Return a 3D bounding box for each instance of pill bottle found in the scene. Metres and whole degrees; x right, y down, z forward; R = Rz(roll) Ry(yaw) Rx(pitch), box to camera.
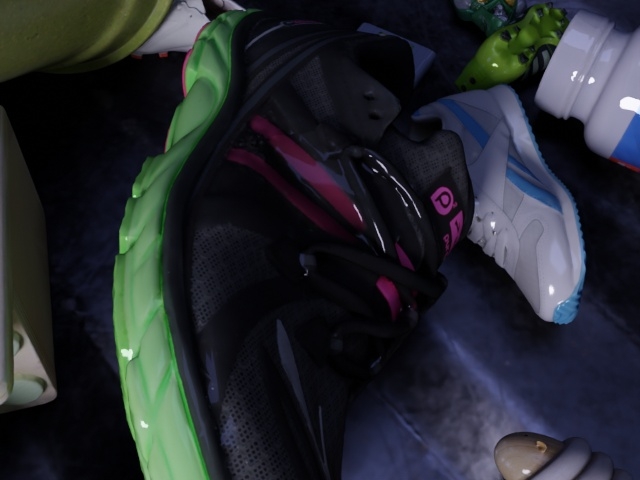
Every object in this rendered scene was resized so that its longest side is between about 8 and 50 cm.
[{"bbox_3d":[0.301,-0.110,0.630,0.221,0.124,0.124,28,58,16],"label":"pill bottle"}]

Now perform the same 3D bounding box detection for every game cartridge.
[{"bbox_3d":[0.063,-0.178,0.727,0.083,0.017,0.056,27,62,14],"label":"game cartridge"}]

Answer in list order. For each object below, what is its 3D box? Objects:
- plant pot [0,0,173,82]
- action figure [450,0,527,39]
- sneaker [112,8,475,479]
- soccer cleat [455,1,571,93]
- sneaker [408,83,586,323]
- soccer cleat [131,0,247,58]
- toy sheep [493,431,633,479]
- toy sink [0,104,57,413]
[{"bbox_3d":[-0.268,-0.211,0.525,0.276,0.276,0.254,13,33,6],"label":"plant pot"},{"bbox_3d":[0.171,-0.295,0.791,0.137,0.063,0.232,1,59,-7],"label":"action figure"},{"bbox_3d":[0.000,0.000,0.473,0.202,0.185,0.483,-2,50,5],"label":"sneaker"},{"bbox_3d":[0.187,-0.178,0.710,0.179,0.072,0.060,-30,86,-44],"label":"soccer cleat"},{"bbox_3d":[0.137,-0.028,0.593,0.092,0.087,0.228,-12,50,-3],"label":"sneaker"},{"bbox_3d":[-0.125,-0.202,0.695,0.196,0.076,0.068,18,56,9],"label":"soccer cleat"},{"bbox_3d":[0.155,0.171,0.453,0.091,0.091,0.132,-35,78,-24],"label":"toy sheep"},{"bbox_3d":[-0.262,0.045,0.484,0.153,0.131,0.234,-12,52,-12],"label":"toy sink"}]
